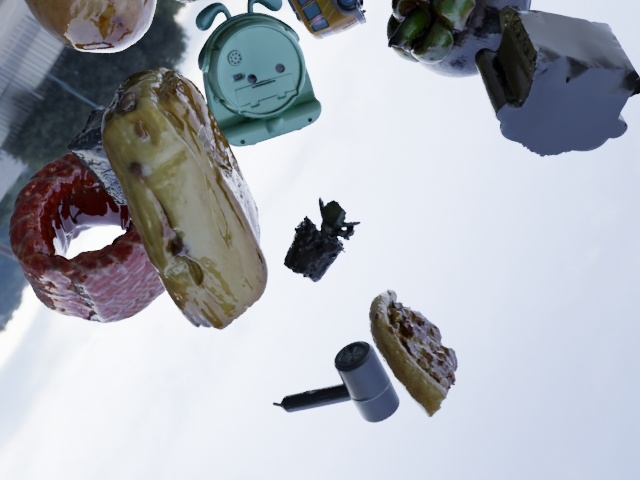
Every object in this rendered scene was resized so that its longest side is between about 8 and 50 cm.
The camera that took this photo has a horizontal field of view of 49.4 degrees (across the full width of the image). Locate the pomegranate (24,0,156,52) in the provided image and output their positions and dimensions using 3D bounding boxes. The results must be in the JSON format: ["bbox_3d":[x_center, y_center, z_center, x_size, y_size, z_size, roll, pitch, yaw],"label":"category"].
[{"bbox_3d":[-0.400,-0.446,1.202,0.248,0.248,0.248,-42,-150,31],"label":"pomegranate"}]

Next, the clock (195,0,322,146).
[{"bbox_3d":[-0.088,-0.227,0.923,0.148,0.188,0.060,-22,-155,-12],"label":"clock"}]

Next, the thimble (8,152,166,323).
[{"bbox_3d":[-0.487,-0.008,1.534,0.230,0.350,0.350,97,4,-55],"label":"thimble"}]

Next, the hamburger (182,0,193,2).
[{"bbox_3d":[-0.159,-0.426,0.821,0.285,0.265,0.134,-34,-148,-29],"label":"hamburger"}]

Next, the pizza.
[{"bbox_3d":[0.234,0.272,1.708,0.114,0.278,0.409,-45,-152,21],"label":"pizza"}]

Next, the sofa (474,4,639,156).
[{"bbox_3d":[0.420,-0.285,1.269,0.182,0.258,0.200,111,-21,-48],"label":"sofa"}]

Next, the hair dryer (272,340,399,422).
[{"bbox_3d":[0.011,0.248,1.161,0.219,0.124,0.071,-18,-157,24],"label":"hair dryer"}]

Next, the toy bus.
[{"bbox_3d":[-0.003,-0.513,1.412,0.136,0.209,0.126,-26,-171,14],"label":"toy bus"}]

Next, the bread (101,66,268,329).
[{"bbox_3d":[-0.123,-0.050,0.679,0.099,0.235,0.210,-20,-157,-2],"label":"bread"}]

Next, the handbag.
[{"bbox_3d":[-0.274,-0.134,1.113,0.270,0.175,0.088,-7,-135,29],"label":"handbag"}]

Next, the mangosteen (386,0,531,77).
[{"bbox_3d":[0.281,-0.476,1.438,0.311,0.311,0.311,-42,-150,31],"label":"mangosteen"}]

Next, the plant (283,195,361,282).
[{"bbox_3d":[0.000,0.000,1.712,0.131,0.142,0.203,101,14,-85],"label":"plant"}]
